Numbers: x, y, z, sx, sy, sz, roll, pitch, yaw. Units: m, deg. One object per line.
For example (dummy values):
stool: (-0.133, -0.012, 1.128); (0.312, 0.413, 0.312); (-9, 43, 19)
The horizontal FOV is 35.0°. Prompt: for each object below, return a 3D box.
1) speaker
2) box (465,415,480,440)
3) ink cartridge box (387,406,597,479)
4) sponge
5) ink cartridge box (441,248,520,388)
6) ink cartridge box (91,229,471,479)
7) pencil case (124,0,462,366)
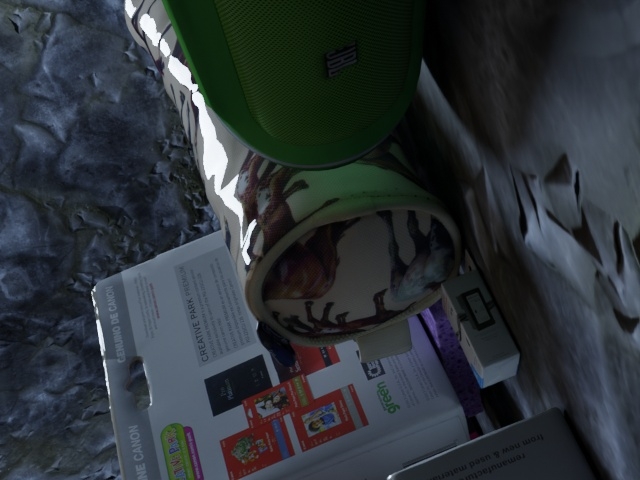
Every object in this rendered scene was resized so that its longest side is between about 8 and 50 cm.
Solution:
speaker: (-0.012, -0.131, 0.465); (0.296, 0.131, 0.131); (77, 171, -74)
box: (0.095, 0.228, 1.088); (0.165, 0.143, 0.270); (71, 177, -57)
ink cartridge box: (0.152, 0.276, 0.612); (0.207, 0.117, 0.283); (73, 175, -59)
sponge: (0.099, 0.065, 0.876); (0.210, 0.031, 0.117); (70, 178, -57)
ink cartridge box: (0.105, 0.053, 0.692); (0.048, 0.028, 0.083); (74, 174, -64)
ink cartridge box: (-0.042, 0.124, 0.908); (0.309, 0.272, 0.130); (-113, 2, -48)
pencil case: (-0.038, -0.096, 0.817); (0.183, 0.160, 0.410); (92, 158, -46)
